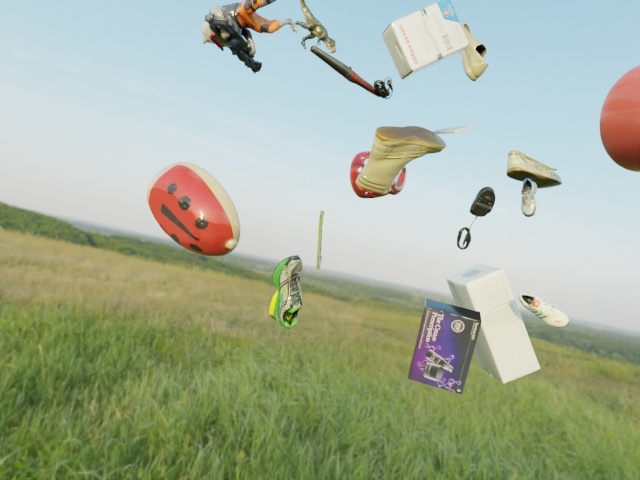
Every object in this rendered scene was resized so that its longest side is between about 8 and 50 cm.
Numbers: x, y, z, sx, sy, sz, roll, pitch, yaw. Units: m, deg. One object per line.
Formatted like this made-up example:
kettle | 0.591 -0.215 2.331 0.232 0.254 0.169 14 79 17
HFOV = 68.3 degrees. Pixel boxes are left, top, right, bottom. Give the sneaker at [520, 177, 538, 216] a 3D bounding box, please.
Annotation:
sneaker | 0.669 -0.141 1.526 0.052 0.136 0.058 -10 -31 36

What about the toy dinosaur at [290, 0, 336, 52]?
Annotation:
toy dinosaur | -0.044 -0.833 1.852 0.268 0.118 0.064 55 12 -11

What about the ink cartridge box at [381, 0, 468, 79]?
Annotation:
ink cartridge box | 0.285 -0.548 1.286 0.190 0.140 0.082 -27 7 -11

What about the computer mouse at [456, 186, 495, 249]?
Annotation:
computer mouse | 0.545 -0.079 1.672 0.071 0.242 0.041 21 17 -10

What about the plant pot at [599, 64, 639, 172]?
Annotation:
plant pot | 0.823 -0.278 1.040 0.274 0.275 0.243 12 9 -9

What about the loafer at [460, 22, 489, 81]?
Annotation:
loafer | 0.607 -0.759 1.875 0.092 0.269 0.101 -23 -24 36

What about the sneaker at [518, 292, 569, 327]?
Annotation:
sneaker | 0.684 0.212 1.461 0.075 0.057 0.161 28 8 -47

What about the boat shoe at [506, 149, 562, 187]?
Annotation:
boat shoe | 0.793 -0.258 1.737 0.285 0.090 0.104 12 -17 -35

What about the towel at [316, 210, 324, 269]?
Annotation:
towel | 0.000 0.000 1.988 0.021 0.238 0.102 3 26 1

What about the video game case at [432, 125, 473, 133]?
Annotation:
video game case | 0.469 -0.394 1.681 0.087 0.011 0.122 -18 17 -22

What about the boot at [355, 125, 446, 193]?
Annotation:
boot | 0.246 -0.243 1.452 0.261 0.204 0.095 -6 46 -31

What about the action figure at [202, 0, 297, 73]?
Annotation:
action figure | -0.255 -0.751 1.656 0.329 0.179 0.341 -13 -14 9

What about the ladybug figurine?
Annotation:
ladybug figurine | -0.469 -0.104 1.691 0.449 0.305 0.161 35 32 25

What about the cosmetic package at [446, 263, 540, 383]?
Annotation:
cosmetic package | 0.625 0.297 1.729 0.156 0.386 0.217 -23 4 -3

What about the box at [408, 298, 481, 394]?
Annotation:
box | 0.409 0.348 1.562 0.184 0.262 0.103 12 13 11

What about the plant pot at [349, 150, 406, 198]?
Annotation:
plant pot | 0.236 -0.260 1.868 0.173 0.191 0.191 5 -6 37

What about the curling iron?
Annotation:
curling iron | 0.090 -0.461 1.284 0.273 0.035 0.068 20 -40 -26

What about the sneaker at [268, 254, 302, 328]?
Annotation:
sneaker | -0.121 0.219 2.023 0.134 0.344 0.146 -12 32 -37
